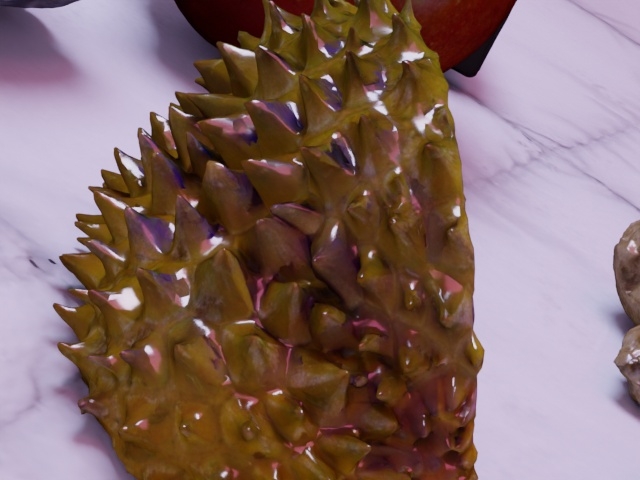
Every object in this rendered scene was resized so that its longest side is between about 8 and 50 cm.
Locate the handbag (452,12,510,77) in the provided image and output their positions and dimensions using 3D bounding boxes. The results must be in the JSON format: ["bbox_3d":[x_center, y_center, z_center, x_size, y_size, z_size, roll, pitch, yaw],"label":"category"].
[{"bbox_3d":[0.017,-0.257,1.010,0.257,0.113,0.285,15,36,-15],"label":"handbag"}]

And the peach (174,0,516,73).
[{"bbox_3d":[0.014,-0.201,0.779,0.244,0.199,0.243,8,65,-18],"label":"peach"}]

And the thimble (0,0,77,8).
[{"bbox_3d":[-0.196,-0.225,0.646,0.236,0.205,0.172,17,9,39],"label":"thimble"}]

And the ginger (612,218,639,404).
[{"bbox_3d":[0.196,0.033,0.706,0.096,0.067,0.165,56,31,6],"label":"ginger"}]

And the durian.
[{"bbox_3d":[-0.008,-0.010,0.495,0.154,0.186,0.260,22,13,-29],"label":"durian"}]
